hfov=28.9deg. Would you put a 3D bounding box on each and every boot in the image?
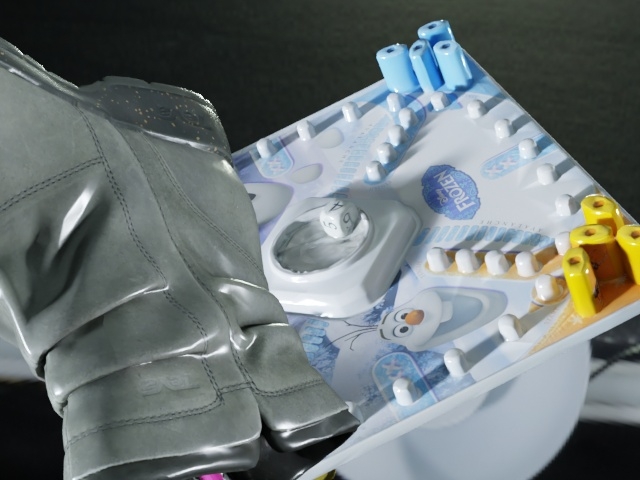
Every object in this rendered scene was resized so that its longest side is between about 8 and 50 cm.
[{"bbox_3d":[-0.092,0.016,0.397,0.246,0.083,0.161,3,-129,-46],"label":"boot"}]

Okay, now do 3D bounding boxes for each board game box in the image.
[{"bbox_3d":[0.000,0.000,0.927,0.390,0.050,0.390,-26,-144,-3],"label":"board game box"}]

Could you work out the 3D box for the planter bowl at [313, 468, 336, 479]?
[{"bbox_3d":[-0.103,0.190,1.072,0.217,0.217,0.090,19,-118,21],"label":"planter bowl"}]
